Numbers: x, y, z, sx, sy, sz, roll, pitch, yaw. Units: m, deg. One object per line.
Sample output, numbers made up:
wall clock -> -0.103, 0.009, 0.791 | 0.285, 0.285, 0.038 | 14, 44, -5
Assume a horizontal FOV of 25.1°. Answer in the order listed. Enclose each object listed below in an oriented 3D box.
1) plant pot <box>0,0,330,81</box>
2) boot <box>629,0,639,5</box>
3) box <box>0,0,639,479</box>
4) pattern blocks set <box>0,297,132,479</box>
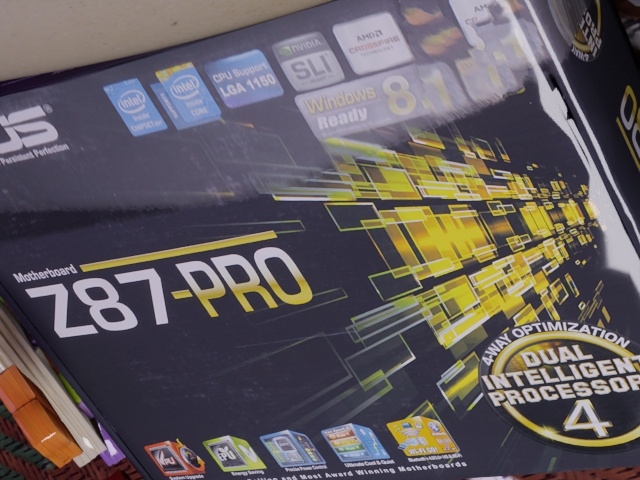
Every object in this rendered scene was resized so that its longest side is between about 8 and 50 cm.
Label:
plant pot -> -0.038, -0.191, 0.564 | 0.274, 0.256, 0.256 | -1, 111, 7
boot -> 0.190, -0.360, 0.578 | 0.367, 0.146, 0.445 | 41, 128, -4
box -> 0.000, 0.000, 0.787 | 0.395, 0.097, 0.318 | -9, 125, 32
pattern blocks set -> -0.199, 0.055, 0.925 | 0.285, 0.026, 0.325 | 50, 172, 49
